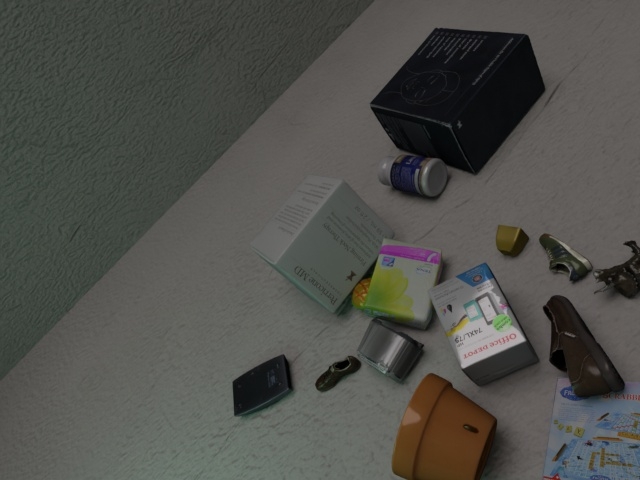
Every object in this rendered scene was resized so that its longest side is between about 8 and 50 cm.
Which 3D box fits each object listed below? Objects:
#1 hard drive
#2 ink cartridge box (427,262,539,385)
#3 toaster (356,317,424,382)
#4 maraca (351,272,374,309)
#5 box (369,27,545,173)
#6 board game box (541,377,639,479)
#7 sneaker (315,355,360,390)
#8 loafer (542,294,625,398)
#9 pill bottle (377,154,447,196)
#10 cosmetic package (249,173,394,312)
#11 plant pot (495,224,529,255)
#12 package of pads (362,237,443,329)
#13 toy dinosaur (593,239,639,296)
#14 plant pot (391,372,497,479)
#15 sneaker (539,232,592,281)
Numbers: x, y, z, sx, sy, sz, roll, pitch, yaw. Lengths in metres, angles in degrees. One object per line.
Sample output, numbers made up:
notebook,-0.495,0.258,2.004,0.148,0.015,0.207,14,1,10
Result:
hard drive,-0.223,0.562,1.989,0.254,0.054,0.172,-31,42,15
ink cartridge box,0.479,0.252,1.536,0.198,0.197,0.270,-29,51,15
toaster,0.230,0.370,1.724,0.227,0.129,0.146,23,77,45
maraca,0.188,0.184,1.937,0.127,0.099,0.186,6,49,41
box,0.554,-0.592,2.134,0.480,0.297,0.471,-49,39,-6
board game box,0.698,0.491,1.218,0.318,0.066,0.318,-14,47,52
sneaker,0.048,0.463,1.836,0.188,0.071,0.066,-36,41,10
loafer,0.657,0.273,1.378,0.130,0.134,0.366,-33,16,17
pill bottle,0.372,-0.272,2.125,0.264,0.153,0.153,17,69,46
cosmetic package,0.000,0.000,2.020,0.394,0.329,0.327,-51,26,-8
plant pot,0.635,0.005,1.736,0.081,0.081,0.083,13,78,45
package of pads,0.299,0.150,1.821,0.229,0.101,0.297,11,63,18
toy dinosaur,0.927,0.081,1.424,0.313,0.121,0.160,-4,66,32
plant pot,0.346,0.532,1.397,0.203,0.291,0.291,16,67,28
sneaker,0.738,0.055,1.613,0.086,0.064,0.192,-40,43,-2
